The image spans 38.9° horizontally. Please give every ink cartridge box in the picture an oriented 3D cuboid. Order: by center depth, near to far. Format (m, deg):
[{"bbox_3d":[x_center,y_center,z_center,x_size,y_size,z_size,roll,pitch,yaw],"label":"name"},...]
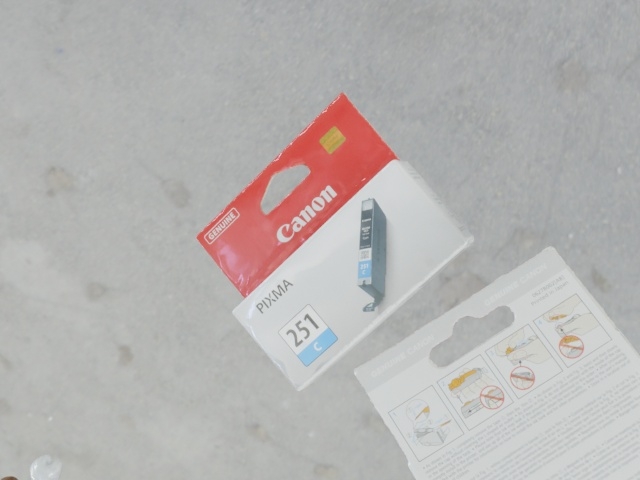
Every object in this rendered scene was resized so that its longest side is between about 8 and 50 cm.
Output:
[{"bbox_3d":[0.156,0.143,0.637,0.181,0.224,0.056,-32,152,-3],"label":"ink cartridge box"},{"bbox_3d":[0.000,0.000,1.162,0.296,0.066,0.261,-43,79,16],"label":"ink cartridge box"}]

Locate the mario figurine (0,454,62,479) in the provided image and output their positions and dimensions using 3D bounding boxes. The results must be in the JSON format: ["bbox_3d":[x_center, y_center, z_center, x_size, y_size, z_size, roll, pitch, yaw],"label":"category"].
[{"bbox_3d":[-0.389,0.454,1.541,0.321,0.198,0.170,0,78,22],"label":"mario figurine"}]
